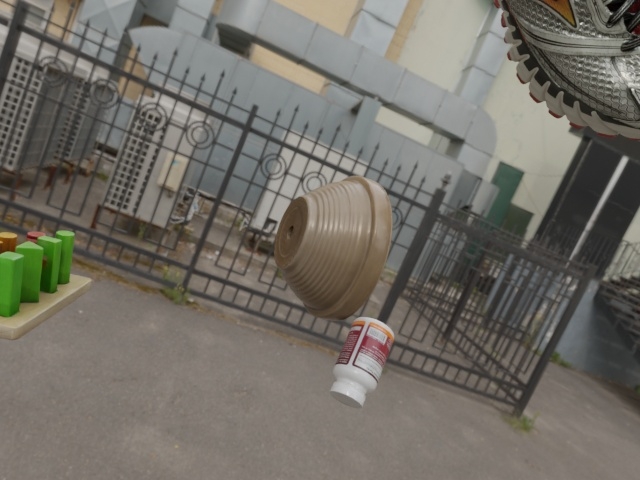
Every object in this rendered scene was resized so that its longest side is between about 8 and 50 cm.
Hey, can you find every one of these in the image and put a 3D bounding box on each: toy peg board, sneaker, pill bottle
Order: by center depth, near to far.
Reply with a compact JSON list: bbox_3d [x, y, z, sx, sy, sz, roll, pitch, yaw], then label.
[{"bbox_3d":[0.138,-0.149,0.252,0.225,0.088,0.093,50,-6,4],"label":"sneaker"},{"bbox_3d":[-0.370,0.027,0.528,0.160,0.079,0.161,13,12,-3],"label":"toy peg board"},{"bbox_3d":[0.075,0.227,0.875,0.086,0.152,0.086,21,-31,13],"label":"pill bottle"}]

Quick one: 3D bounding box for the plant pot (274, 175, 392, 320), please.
[{"bbox_3d":[0.000,0.000,0.740,0.109,0.238,0.237,18,9,-25],"label":"plant pot"}]
